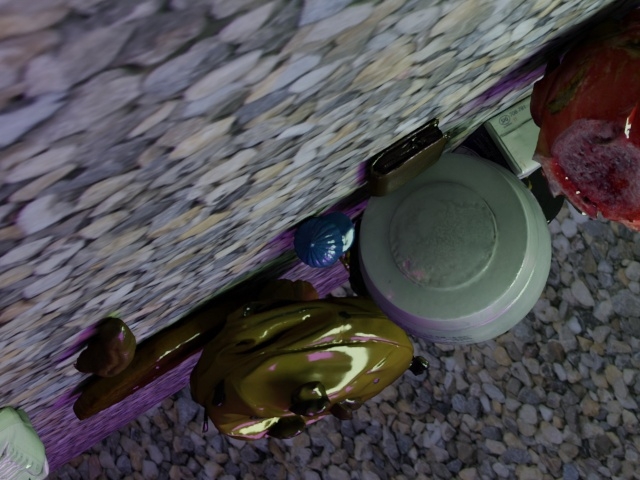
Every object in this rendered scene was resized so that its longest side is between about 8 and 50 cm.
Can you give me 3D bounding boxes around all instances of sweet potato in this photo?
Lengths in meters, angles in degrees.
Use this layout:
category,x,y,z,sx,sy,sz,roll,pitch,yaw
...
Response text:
category,x,y,z,sx,sy,sz,roll,pitch,yaw
sweet potato,-0.245,0.126,1.413,0.053,0.054,0.182,-40,177,-29

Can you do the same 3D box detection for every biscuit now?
category,x,y,z,sx,sy,sz,roll,pitch,yaw
biscuit,-0.257,0.188,1.982,0.359,0.046,0.359,-32,174,-3

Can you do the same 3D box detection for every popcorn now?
category,x,y,z,sx,sy,sz,roll,pitch,yaw
popcorn,-0.076,0.138,2.147,0.167,0.152,0.148,-41,157,-10

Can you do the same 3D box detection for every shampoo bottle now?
category,x,y,z,sx,sy,sz,roll,pitch,yaw
shampoo bottle,0.189,0.010,1.697,0.273,0.273,0.266,-33,166,4

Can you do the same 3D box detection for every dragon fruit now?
category,x,y,z,sx,sy,sz,roll,pitch,yaw
dragon fruit,0.411,-0.168,1.482,0.291,0.250,0.269,-47,-168,-35

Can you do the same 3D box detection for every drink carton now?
category,x,y,z,sx,sy,sz,roll,pitch,yaw
drink carton,0.298,-0.141,1.889,0.134,0.101,0.222,-33,175,-20

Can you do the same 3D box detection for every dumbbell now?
category,x,y,z,sx,sy,sz,roll,pitch,yaw
dumbbell,0.366,-0.087,2.355,0.185,0.185,0.388,-32,176,-2

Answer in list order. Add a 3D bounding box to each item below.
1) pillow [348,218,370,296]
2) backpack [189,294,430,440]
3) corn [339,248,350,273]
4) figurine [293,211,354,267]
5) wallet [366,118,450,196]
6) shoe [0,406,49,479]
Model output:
category,x,y,z,sx,sy,sz,roll,pitch,yaw
pillow,0.155,-0.009,1.957,0.093,0.161,0.335,-6,158,-43
backpack,-0.017,0.203,1.931,0.378,0.201,0.353,-14,164,-14
corn,0.170,-0.040,2.135,0.320,0.097,0.097,-32,175,19
figurine,-0.009,-0.001,1.628,0.079,0.077,0.136,6,177,-20
wallet,0.107,-0.099,1.498,0.110,0.031,0.198,-33,175,-1
shoe,-0.422,0.291,1.612,0.095,0.110,0.265,-31,178,-2
